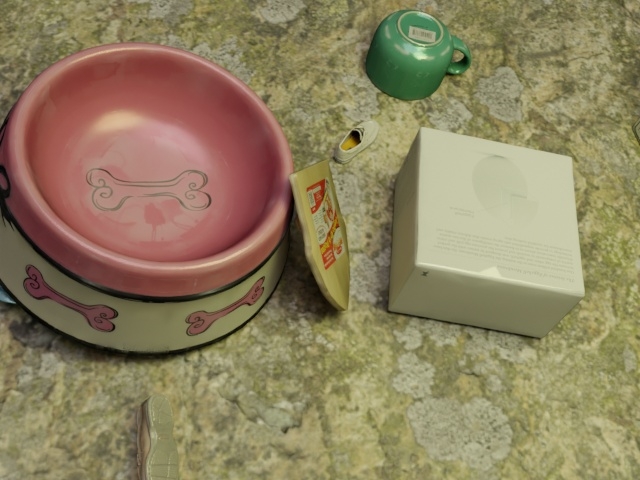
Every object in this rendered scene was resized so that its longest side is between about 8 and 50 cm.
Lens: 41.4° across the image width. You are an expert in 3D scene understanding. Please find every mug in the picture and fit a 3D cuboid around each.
[{"bbox_3d":[0.155,-0.308,1.351,0.158,0.097,0.129,-31,70,-27],"label":"mug"}]

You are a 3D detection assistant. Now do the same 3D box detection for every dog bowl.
[{"bbox_3d":[-0.213,-0.072,1.056,0.408,0.150,0.407,11,56,-16],"label":"dog bowl"}]

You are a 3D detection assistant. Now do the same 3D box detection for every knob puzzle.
[{"bbox_3d":[0.000,0.000,1.093,0.030,0.213,0.213,-11,57,15],"label":"knob puzzle"}]

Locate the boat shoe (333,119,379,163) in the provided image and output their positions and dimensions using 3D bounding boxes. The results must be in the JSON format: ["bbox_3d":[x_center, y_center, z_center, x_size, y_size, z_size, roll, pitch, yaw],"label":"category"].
[{"bbox_3d":[0.057,-0.155,1.269,0.035,0.035,0.100,40,59,13],"label":"boat shoe"}]

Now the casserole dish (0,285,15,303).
[{"bbox_3d":[-0.362,0.004,1.071,0.114,0.037,0.188,12,56,-5],"label":"casserole dish"}]

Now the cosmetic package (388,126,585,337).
[{"bbox_3d":[0.219,-0.008,1.153,0.224,0.138,0.224,11,55,-6],"label":"cosmetic package"}]

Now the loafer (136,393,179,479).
[{"bbox_3d":[-0.190,0.240,0.967,0.045,0.039,0.125,21,52,-41],"label":"loafer"}]

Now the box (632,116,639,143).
[{"bbox_3d":[0.606,-0.198,1.272,0.087,0.290,0.169,-5,59,-16],"label":"box"}]
